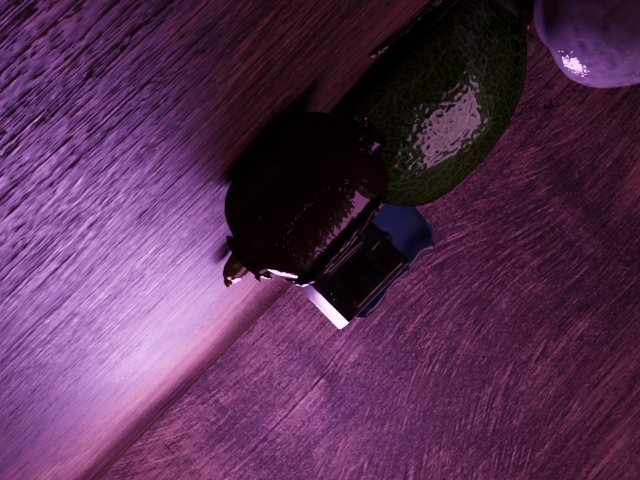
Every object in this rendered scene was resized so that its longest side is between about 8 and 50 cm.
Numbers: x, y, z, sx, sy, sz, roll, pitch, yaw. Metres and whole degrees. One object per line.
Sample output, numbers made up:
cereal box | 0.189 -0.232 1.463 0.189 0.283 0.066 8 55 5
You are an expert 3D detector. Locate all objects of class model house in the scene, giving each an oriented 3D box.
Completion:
model house | 0.030 -0.031 1.579 0.237 0.215 0.303 -46 -153 -3

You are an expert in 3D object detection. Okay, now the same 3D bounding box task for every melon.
melon | 0.180 -0.235 1.312 0.331 0.226 0.343 15 134 -32

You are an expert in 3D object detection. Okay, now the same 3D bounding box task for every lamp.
lamp | -0.012 -0.057 1.051 0.258 0.180 0.180 -46 176 21

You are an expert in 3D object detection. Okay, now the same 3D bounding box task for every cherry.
cherry | 0.468 -0.408 1.290 0.335 0.291 0.326 18 97 -51

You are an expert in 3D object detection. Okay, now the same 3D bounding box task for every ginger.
ginger | -0.109 -0.001 1.458 0.176 0.052 0.193 -44 174 -19

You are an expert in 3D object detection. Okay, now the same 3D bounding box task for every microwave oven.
microwave oven | 0.000 0.000 1.264 0.145 0.240 0.194 -44 175 -12

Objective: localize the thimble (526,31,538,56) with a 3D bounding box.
thimble | 0.300 -0.342 1.578 0.196 0.148 0.229 -48 178 2

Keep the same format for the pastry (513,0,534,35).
pastry | 0.307 -0.384 1.413 0.208 0.115 0.097 -59 168 -18

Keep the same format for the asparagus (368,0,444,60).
asparagus | 0.125 -0.303 1.156 0.166 0.013 0.016 -43 -174 -19
